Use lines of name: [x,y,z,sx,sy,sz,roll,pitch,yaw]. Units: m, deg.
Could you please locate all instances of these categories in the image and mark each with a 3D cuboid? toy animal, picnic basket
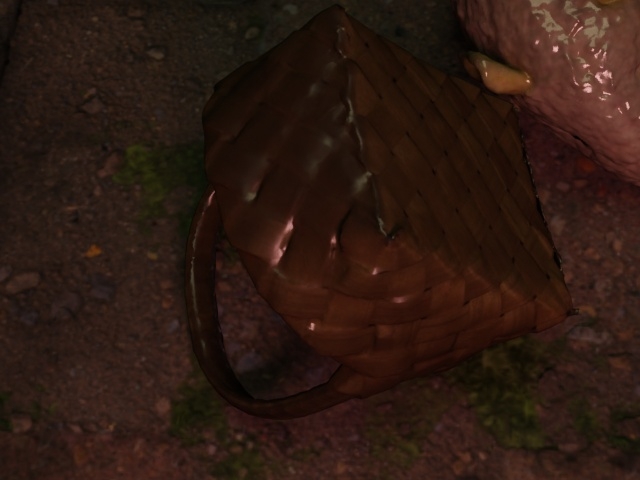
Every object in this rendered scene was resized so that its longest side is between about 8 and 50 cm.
toy animal: [0.227,-0.222,1.335,0.188,0.226,0.358,-41,54,18]
picnic basket: [0.000,0.000,1.194,0.337,0.337,0.293,-10,63,-4]
